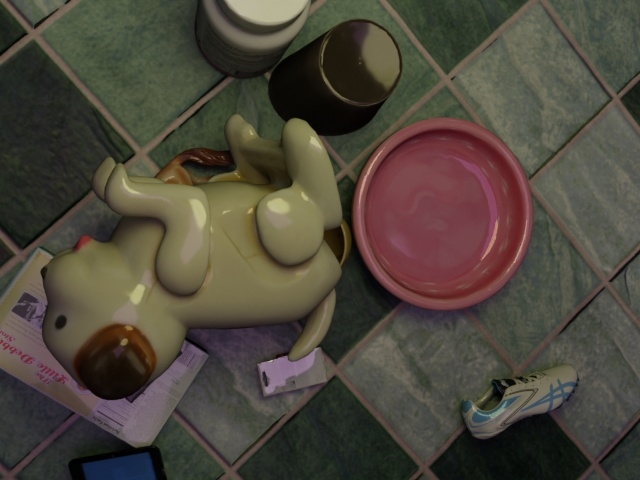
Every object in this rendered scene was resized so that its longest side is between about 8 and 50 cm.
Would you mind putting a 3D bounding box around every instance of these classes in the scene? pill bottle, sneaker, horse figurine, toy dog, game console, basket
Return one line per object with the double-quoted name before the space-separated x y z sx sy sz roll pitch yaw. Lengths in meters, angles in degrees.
"pill bottle" -0.103 -0.352 1.061 0.160 0.283 0.161 0 91 -13
"sneaker" 0.366 0.278 1.282 0.237 0.085 0.086 -23 101 -13
"horse figurine" -0.230 -0.046 1.150 0.174 0.066 0.263 24 87 -17
"toy dog" -0.195 0.045 0.998 0.407 0.284 0.396 -29 123 -21
"game console" -0.313 0.403 1.099 0.143 0.085 0.124 -9 55 -4
"basket" 0.036 -0.258 1.124 0.204 0.227 0.154 2 90 -14

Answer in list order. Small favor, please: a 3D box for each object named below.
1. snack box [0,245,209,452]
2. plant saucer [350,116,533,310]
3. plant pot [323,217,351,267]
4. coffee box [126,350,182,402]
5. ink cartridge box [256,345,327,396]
"snack box" -0.363 0.174 1.124 0.321 0.060 0.187 35 82 -11
"plant saucer" 0.208 -0.045 1.241 0.331 0.084 0.333 0 91 -12
"plant pot" 0.000 0.000 1.176 0.134 0.095 0.134 3 96 25
"coffee box" -0.317 0.147 1.082 0.113 0.040 0.184 -44 99 -13
"ink cartridge box" -0.050 0.224 1.213 0.115 0.029 0.063 -12 94 -12
